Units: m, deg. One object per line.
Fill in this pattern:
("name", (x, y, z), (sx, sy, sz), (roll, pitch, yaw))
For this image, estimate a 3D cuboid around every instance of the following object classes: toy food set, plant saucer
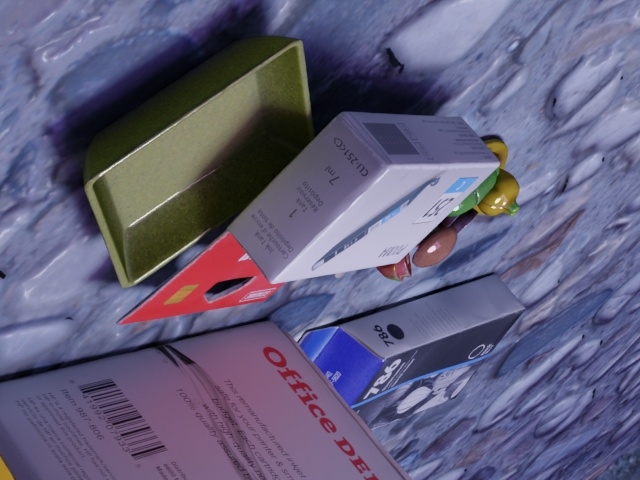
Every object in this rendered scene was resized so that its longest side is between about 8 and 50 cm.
("toy food set", (0.114, -0.012, 1.835), (0.218, 0.071, 0.128), (-29, 156, -26))
("plant saucer", (-0.095, -0.067, 1.419), (0.188, 0.045, 0.188), (-35, 158, -12))

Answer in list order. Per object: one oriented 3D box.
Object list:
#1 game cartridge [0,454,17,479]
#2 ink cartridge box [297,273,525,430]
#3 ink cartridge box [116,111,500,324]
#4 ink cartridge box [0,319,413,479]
("game cartridge", (-0.365, 0.212, 1.286), (0.324, 0.053, 0.285), (-35, 118, -18))
("ink cartridge box", (0.072, 0.138, 2.076), (0.333, 0.065, 0.165), (-14, 147, -47))
("ink cartridge box", (0.000, 0.000, 1.604), (0.261, 0.066, 0.296), (-43, 167, 18))
("ink cartridge box", (-0.117, 0.248, 1.669), (0.395, 0.285, 0.166), (-10, 144, -51))
